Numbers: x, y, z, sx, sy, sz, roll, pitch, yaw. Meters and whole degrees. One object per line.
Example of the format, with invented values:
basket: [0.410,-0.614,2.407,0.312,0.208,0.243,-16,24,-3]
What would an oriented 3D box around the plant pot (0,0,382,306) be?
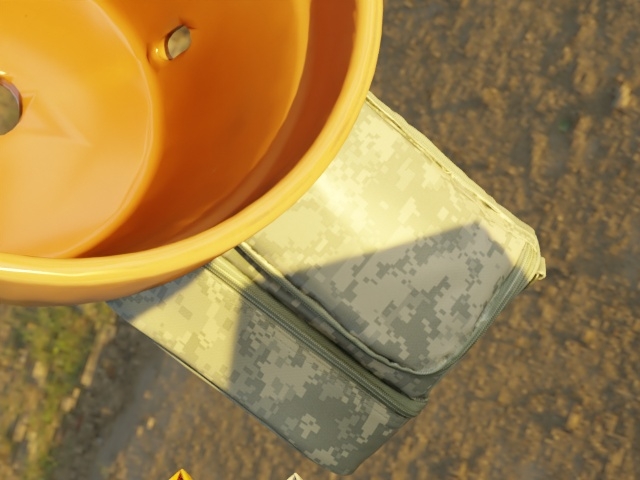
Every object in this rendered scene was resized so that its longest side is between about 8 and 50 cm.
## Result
plant pot: [-0.143,-0.097,0.593,0.203,0.291,0.291,145,138,-63]

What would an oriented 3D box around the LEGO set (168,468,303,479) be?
LEGO set: [-0.073,0.190,0.599,0.227,0.093,0.087,-42,33,7]

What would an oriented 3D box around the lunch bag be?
lunch bag: [0.000,0.000,1.049,0.256,0.305,0.212,-46,12,18]
